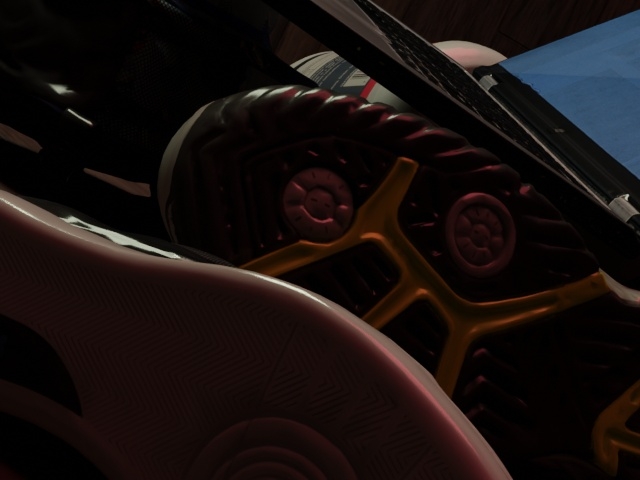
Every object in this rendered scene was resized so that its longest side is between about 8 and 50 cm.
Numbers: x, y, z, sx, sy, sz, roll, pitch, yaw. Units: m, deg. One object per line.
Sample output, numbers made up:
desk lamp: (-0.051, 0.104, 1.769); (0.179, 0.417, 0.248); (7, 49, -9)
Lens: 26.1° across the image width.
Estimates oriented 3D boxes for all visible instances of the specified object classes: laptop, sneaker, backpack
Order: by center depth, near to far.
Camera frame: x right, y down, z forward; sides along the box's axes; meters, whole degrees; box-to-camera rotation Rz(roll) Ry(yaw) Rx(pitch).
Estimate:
sneaker: (-0.018, 0.043, 0.397); (0.217, 0.079, 0.121); (27, 6, 27)
sneaker: (0.075, 0.052, 0.693); (0.384, 0.145, 0.147); (30, -15, -26)
laptop: (0.157, -0.170, 0.843); (0.408, 0.236, 0.382); (33, 12, -17)
backpack: (-0.138, -0.126, 0.983); (0.276, 0.213, 0.263); (28, -4, 38)

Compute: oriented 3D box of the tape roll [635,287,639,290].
tape roll: (0.324, 0.000, 0.960); (0.072, 0.392, 0.392); (51, -2, -14)

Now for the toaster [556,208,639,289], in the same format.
toaster: (0.201, -0.034, 0.999); (0.110, 0.168, 0.186); (50, 41, -15)

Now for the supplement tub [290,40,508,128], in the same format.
supplement tub: (0.050, -0.070, 1.191); (0.191, 0.191, 0.272); (24, -9, -31)
